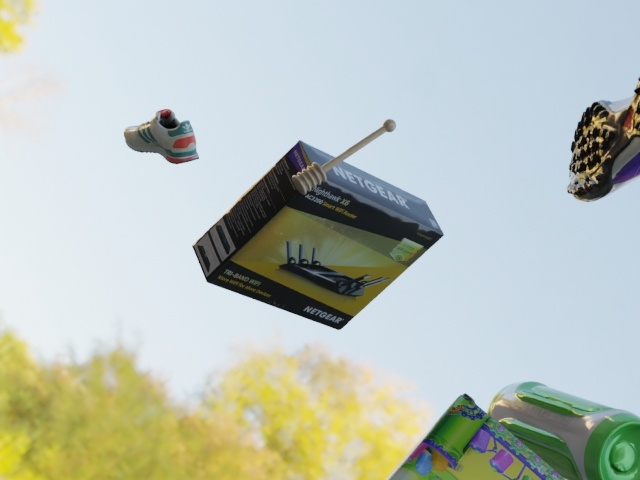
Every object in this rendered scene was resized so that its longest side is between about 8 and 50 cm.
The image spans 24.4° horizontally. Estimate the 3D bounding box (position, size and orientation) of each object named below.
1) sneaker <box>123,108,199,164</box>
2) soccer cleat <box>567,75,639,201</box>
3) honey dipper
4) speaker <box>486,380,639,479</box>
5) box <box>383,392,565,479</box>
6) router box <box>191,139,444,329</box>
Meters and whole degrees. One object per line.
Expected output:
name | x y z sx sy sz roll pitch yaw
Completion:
sneaker | -0.242 -0.169 2.245 0.161 0.057 0.075 22 -58 45
soccer cleat | 0.350 -0.109 1.506 0.318 0.116 0.108 129 -32 -67
honey dipper | 0.035 -0.113 1.949 0.030 0.161 0.030 52 -15 20
speaker | 0.356 0.281 2.113 0.131 0.131 0.296 59 -17 -17
box | 0.146 0.363 1.454 0.290 0.279 0.177 41 -41 7
router box | 0.000 0.000 2.233 0.309 0.243 0.081 22 32 -45
